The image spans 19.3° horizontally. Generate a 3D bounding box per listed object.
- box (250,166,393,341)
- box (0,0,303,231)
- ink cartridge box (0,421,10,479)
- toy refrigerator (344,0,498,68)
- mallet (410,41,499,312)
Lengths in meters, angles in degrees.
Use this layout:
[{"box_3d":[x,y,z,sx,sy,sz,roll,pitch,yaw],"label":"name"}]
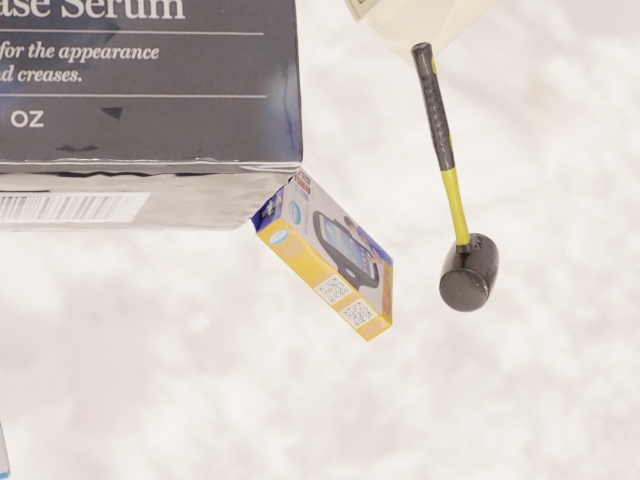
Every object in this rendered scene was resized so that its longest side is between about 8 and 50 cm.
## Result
[{"box_3d":[0.000,0.000,1.320,0.136,0.028,0.081,46,25,-26],"label":"box"},{"box_3d":[-0.180,-0.212,1.151,0.293,0.212,0.395,-1,80,-13],"label":"box"},{"box_3d":[-0.313,0.147,1.431,0.190,0.139,0.082,-174,-111,-79],"label":"ink cartridge box"},{"box_3d":[0.045,-0.273,1.556,0.094,0.102,0.269,33,24,-43],"label":"toy refrigerator"},{"box_3d":[0.090,-0.047,1.296,0.062,0.039,0.190,-53,134,-67],"label":"mallet"}]
